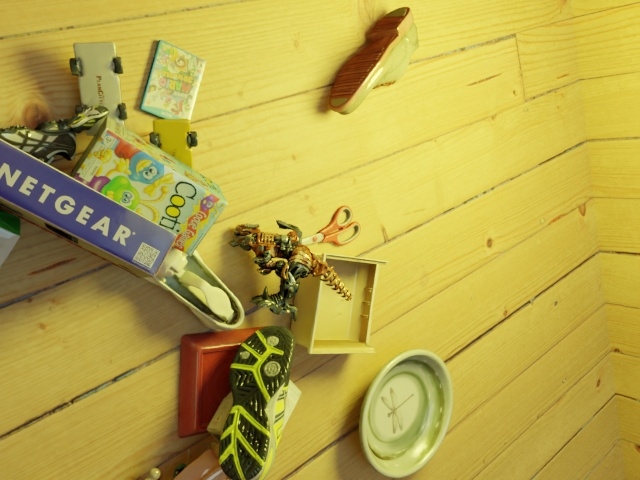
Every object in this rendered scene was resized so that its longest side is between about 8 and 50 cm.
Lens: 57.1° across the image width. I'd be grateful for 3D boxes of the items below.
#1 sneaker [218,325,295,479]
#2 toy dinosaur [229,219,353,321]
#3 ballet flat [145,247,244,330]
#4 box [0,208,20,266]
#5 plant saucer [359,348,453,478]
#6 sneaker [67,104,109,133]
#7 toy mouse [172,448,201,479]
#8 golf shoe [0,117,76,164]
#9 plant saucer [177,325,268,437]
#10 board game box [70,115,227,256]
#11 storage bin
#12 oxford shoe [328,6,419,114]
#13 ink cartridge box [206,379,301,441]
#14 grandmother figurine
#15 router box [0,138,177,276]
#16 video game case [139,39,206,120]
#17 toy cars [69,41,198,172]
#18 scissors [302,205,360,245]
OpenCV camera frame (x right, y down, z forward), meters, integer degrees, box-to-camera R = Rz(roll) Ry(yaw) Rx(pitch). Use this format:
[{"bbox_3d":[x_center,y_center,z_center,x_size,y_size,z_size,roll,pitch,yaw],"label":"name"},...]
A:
[{"bbox_3d":[-0.149,0.386,1.409,0.147,0.145,0.385,80,21,-55],"label":"sneaker"},{"bbox_3d":[-0.079,0.074,1.461,0.218,0.322,0.164,-65,161,-5],"label":"toy dinosaur"},{"bbox_3d":[-0.311,0.072,1.343,0.400,0.139,0.139,49,66,-30],"label":"ballet flat"},{"bbox_3d":[-0.699,0.010,1.004,0.262,0.127,0.231,34,90,-32],"label":"box"},{"bbox_3d":[0.251,0.527,1.838,0.400,0.100,0.400,-5,98,-37],"label":"plant saucer"},{"bbox_3d":[-0.467,-0.245,1.189,0.083,0.031,0.035,-27,154,-17],"label":"sneaker"},{"bbox_3d":[-0.313,0.571,1.453,0.161,0.031,0.143,-27,110,-33],"label":"toy mouse"},{"bbox_3d":[-0.575,-0.180,1.149,0.198,0.077,0.094,-18,105,-34],"label":"golf shoe"},{"bbox_3d":[-0.228,0.358,1.488,0.259,0.047,0.258,0,95,-38],"label":"plant saucer"},{"bbox_3d":[-0.353,-0.110,1.213,0.275,0.144,0.142,32,98,-26],"label":"board game box"},{"bbox_3d":[0.057,0.173,1.639,0.260,0.123,0.262,8,89,-37],"label":"storage bin"},{"bbox_3d":[0.170,-0.479,1.655,0.397,0.140,0.146,-54,129,-18],"label":"oxford shoe"},{"bbox_3d":[-0.163,0.434,1.498,0.189,0.066,0.232,53,43,-28],"label":"ink cartridge box"},{"bbox_3d":[-0.349,0.612,1.348,0.342,0.104,0.208,-37,107,-32],"label":"grandmother figurine"},{"bbox_3d":[-0.448,-0.045,1.067,0.335,0.301,0.082,30,76,-17],"label":"router box"},{"bbox_3d":[-0.337,-0.358,1.351,0.119,0.015,0.166,18,84,-38],"label":"video game case"},{"bbox_3d":[-0.394,-0.252,1.272,0.176,0.087,0.394,-42,118,3],"label":"toy cars"},{"bbox_3d":[0.000,0.000,1.641,0.297,0.021,0.109,-32,115,-32],"label":"scissors"}]
